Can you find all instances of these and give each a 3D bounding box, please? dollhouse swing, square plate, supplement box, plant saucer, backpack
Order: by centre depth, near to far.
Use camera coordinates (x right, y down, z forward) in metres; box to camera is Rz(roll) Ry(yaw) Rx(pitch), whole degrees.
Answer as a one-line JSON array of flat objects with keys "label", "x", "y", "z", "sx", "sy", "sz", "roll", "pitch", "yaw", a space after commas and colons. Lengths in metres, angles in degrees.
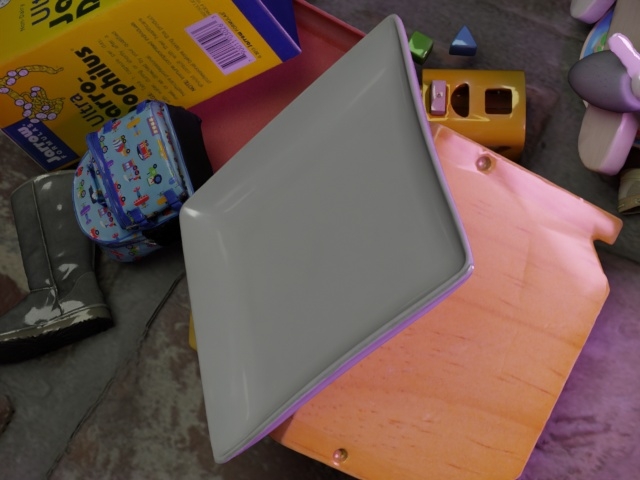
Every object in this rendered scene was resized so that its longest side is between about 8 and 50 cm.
[{"label": "square plate", "x": 0.000, "y": 0.000, "z": 1.579, "sx": 0.344, "sy": 0.049, "sz": 0.347, "roll": -40, "pitch": 41, "yaw": 28}, {"label": "dollhouse swing", "x": 0.072, "y": 0.061, "z": 1.718, "sx": 0.315, "sy": 0.305, "sz": 0.347, "roll": 26, "pitch": 89, "yaw": -16}, {"label": "backpack", "x": -0.214, "y": -0.062, "z": 1.846, "sx": 0.173, "sy": 0.117, "sz": 0.158, "roll": -24, "pitch": 71, "yaw": 22}, {"label": "supplement box", "x": -0.230, "y": -0.265, "z": 1.892, "sx": 0.356, "sy": 0.195, "sz": 0.194, "roll": -24, "pitch": 49, "yaw": 17}, {"label": "plant saucer", "x": -0.059, "y": -0.159, "z": 1.916, "sx": 0.259, "sy": 0.048, "sz": 0.258, "roll": 32, "pitch": 79, "yaw": 29}]

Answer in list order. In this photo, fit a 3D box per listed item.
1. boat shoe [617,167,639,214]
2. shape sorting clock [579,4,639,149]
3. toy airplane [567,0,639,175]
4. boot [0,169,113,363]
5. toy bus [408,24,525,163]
[{"label": "boat shoe", "x": 0.391, "y": -0.048, "z": 1.709, "sx": 0.153, "sy": 0.056, "sz": 0.048, "roll": 4, "pitch": 77, "yaw": 22}, {"label": "shape sorting clock", "x": 0.387, "y": -0.194, "z": 1.784, "sx": 0.206, "sy": 0.040, "sz": 0.206, "roll": -8, "pitch": 64, "yaw": 16}, {"label": "toy airplane", "x": 0.366, "y": -0.311, "z": 1.653, "sx": 0.384, "sy": 0.272, "sz": 0.386, "roll": -33, "pitch": 61, "yaw": 33}, {"label": "boot", "x": -0.343, "y": 0.029, "z": 1.910, "sx": 0.190, "sy": 0.076, "sz": 0.208, "roll": -16, "pitch": 68, "yaw": -5}, {"label": "toy bus", "x": 0.133, "y": -0.142, "z": 1.785, "sx": 0.202, "sy": 0.104, "sz": 0.191, "roll": -44, "pitch": 79, "yaw": -10}]
